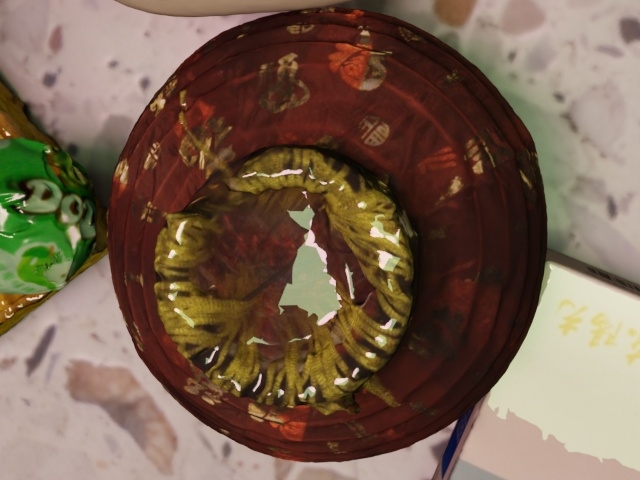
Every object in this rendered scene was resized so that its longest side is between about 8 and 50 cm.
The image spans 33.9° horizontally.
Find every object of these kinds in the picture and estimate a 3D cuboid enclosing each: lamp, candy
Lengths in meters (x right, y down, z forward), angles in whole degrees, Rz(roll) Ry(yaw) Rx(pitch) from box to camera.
[{"bbox_3d":[0.000,0.000,0.551,0.247,0.247,0.247,2,100,9],"label":"lamp"},{"bbox_3d":[-0.281,0.002,0.620,0.323,0.097,0.097,-8,98,18],"label":"candy"}]

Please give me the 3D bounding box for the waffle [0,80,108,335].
[{"bbox_3d":[-0.251,-0.036,0.671,0.160,0.055,0.211,-37,93,12],"label":"waffle"}]

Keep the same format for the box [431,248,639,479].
[{"bbox_3d":[0.248,0.158,0.614,0.343,0.065,0.200,23,103,5],"label":"box"}]

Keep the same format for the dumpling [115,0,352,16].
[{"bbox_3d":[-0.034,-0.267,0.515,0.395,0.233,0.316,5,69,1],"label":"dumpling"}]
